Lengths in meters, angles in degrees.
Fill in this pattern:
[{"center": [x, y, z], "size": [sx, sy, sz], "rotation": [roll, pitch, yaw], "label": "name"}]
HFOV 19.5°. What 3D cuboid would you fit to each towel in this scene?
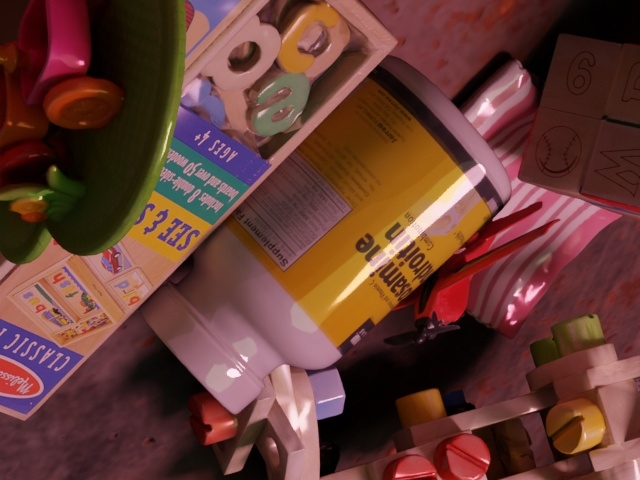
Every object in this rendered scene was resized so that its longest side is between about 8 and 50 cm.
[{"center": [0.111, -0.019, 1.103], "size": [0.144, 0.029, 0.197], "rotation": [-47, 145, 10], "label": "towel"}]

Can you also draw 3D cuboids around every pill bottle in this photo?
[{"center": [0.000, 0.000, 0.948], "size": [0.184, 0.103, 0.103], "rotation": [-43, 146, -2], "label": "pill bottle"}]

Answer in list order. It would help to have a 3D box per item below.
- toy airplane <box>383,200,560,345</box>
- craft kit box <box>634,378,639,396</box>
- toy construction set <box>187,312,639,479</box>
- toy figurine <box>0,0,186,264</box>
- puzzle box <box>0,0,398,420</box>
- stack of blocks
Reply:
[{"center": [0.072, 0.013, 0.993], "size": [0.151, 0.151, 0.028], "rotation": [-37, 106, -3], "label": "toy airplane"}, {"center": [0.355, 0.183, 1.365], "size": [0.250, 0.247, 0.061], "rotation": [-8, 136, -38], "label": "craft kit box"}, {"center": [0.074, 0.122, 1.095], "size": [0.327, 0.151, 0.215], "rotation": [1, 167, -19], "label": "toy construction set"}, {"center": [-0.158, -0.057, 0.681], "size": [0.159, 0.130, 0.173], "rotation": [7, 151, -30], "label": "toy figurine"}, {"center": [-0.165, -0.081, 0.761], "size": [0.272, 0.052, 0.409], "rotation": [-45, 145, 9], "label": "puzzle box"}, {"center": [0.281, -0.029, 1.005], "size": [0.171, 0.297, 0.087], "rotation": [15, 92, -51], "label": "stack of blocks"}]
